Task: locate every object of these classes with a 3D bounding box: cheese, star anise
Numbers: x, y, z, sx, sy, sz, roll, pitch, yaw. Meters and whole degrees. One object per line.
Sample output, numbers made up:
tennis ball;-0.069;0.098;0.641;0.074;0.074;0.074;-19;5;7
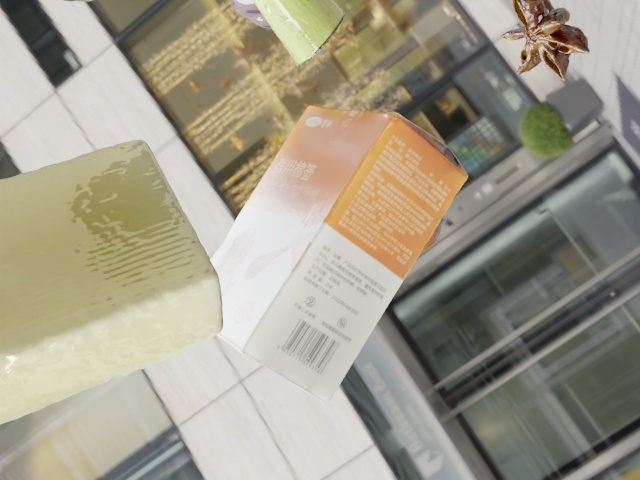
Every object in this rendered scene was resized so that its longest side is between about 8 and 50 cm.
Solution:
cheese;-0.266;0.035;0.905;0.242;0.266;0.123;58;160;31
star anise;0.466;-0.430;1.792;0.196;0.111;0.212;-140;33;-62

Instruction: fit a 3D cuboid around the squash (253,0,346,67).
squash;-0.057;-0.435;1.538;0.287;0.137;0.137;45;-167;-47

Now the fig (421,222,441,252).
fig;0.169;-0.005;1.609;0.119;0.119;0.152;17;-112;-72

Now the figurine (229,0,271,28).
figurine;-0.115;-0.626;1.885;0.206;0.218;0.364;110;149;-63

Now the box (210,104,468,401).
box;0.000;0.000;1.102;0.143;0.341;0.225;37;172;-30
